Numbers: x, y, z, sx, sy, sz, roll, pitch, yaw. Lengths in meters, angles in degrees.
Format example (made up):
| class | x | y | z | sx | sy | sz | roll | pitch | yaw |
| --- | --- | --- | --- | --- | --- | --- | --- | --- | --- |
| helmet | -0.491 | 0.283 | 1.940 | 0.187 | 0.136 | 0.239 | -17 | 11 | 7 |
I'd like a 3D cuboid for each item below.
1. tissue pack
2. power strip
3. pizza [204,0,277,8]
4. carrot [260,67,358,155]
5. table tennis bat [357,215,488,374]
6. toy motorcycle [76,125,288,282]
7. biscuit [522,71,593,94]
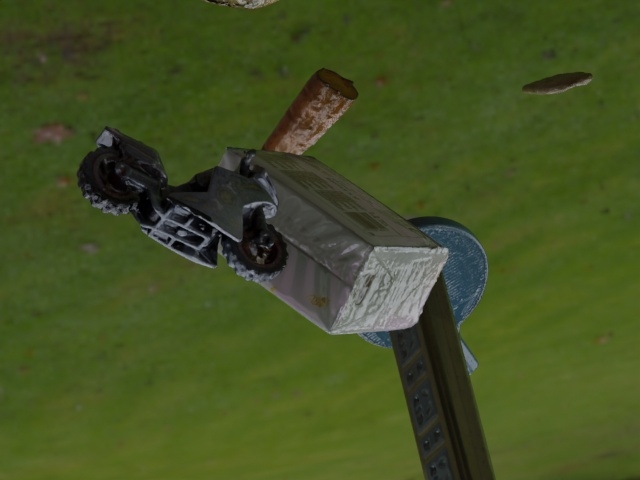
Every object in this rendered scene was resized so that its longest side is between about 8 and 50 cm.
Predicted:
| class | x | y | z | sx | sy | sz | roll | pitch | yaw |
| --- | --- | --- | --- | --- | --- | --- | --- | --- | --- |
| tissue pack | 0.000 | 0.000 | 1.674 | 0.185 | 0.225 | 0.124 | 5 | 116 | -58 |
| power strip | 0.137 | 0.164 | 1.839 | 0.066 | 0.387 | 0.092 | 7 | 142 | -25 |
| pizza | -0.086 | -0.239 | 0.910 | 0.053 | 0.201 | 0.193 | -39 | 158 | -33 |
| carrot | -0.035 | -0.154 | 2.088 | 0.072 | 0.072 | 0.205 | 8 | 135 | -49 |
| table tennis bat | 0.151 | 0.089 | 2.115 | 0.215 | 0.044 | 0.329 | -33 | 134 | 1 |
| toy motorcycle | -0.119 | -0.046 | 1.397 | 0.215 | 0.122 | 0.080 | 26 | 137 | -19 |
| biscuit | 0.310 | -0.205 | 1.956 | 0.071 | 0.018 | 0.147 | -19 | -171 | -6 |
